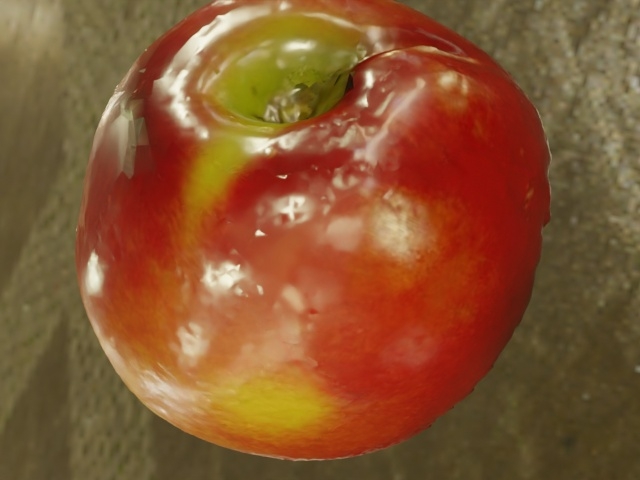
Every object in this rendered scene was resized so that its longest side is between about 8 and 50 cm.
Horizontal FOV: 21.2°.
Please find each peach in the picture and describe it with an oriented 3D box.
[{"bbox_3d":[0.000,0.000,0.732,0.190,0.196,0.226,33,155,25],"label":"peach"}]
